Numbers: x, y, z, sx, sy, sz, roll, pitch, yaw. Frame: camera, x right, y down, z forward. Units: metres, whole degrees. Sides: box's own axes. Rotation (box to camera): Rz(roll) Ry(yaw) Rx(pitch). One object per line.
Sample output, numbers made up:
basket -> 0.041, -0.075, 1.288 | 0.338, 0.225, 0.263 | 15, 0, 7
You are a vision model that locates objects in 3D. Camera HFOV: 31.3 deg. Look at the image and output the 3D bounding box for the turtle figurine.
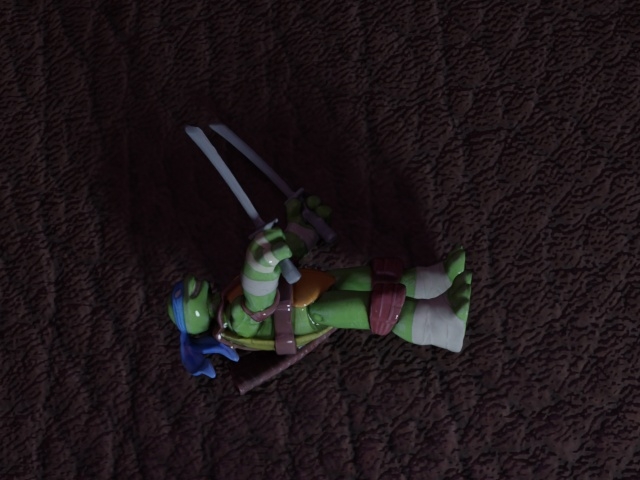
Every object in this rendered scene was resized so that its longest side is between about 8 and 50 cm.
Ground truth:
turtle figurine -> 0.000, 0.000, 1.023 | 0.266, 0.198, 0.274 | 6, 74, 0
